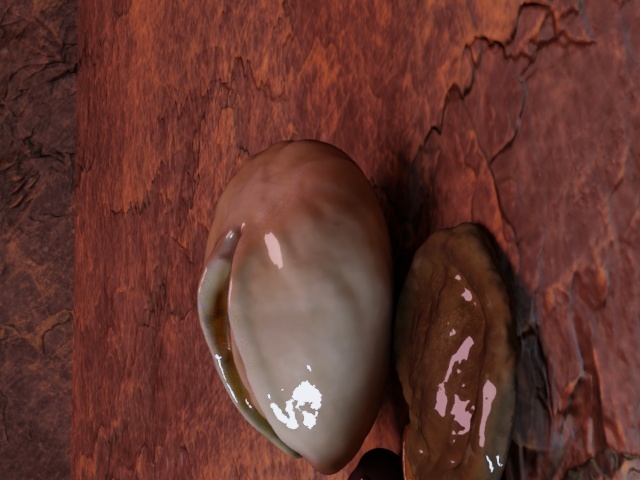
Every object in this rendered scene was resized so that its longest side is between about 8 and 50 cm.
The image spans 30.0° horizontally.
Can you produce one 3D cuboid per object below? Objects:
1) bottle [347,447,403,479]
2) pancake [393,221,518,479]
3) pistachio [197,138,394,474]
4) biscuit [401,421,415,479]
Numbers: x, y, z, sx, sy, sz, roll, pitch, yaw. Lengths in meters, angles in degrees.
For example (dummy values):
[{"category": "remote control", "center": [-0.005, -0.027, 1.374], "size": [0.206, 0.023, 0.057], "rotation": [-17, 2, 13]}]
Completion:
[{"category": "bottle", "center": [0.044, 0.272, 1.194], "size": [0.060, 0.060, 0.164], "rotation": [-112, 28, -43]}, {"category": "pancake", "center": [0.106, 0.103, 0.997], "size": [0.222, 0.042, 0.236], "rotation": [142, 131, -69]}, {"category": "pistachio", "center": [-0.015, 0.064, 1.133], "size": [0.193, 0.213, 0.318], "rotation": [14, 116, 49]}, {"category": "biscuit", "center": [0.103, 0.220, 1.072], "size": [0.118, 0.023, 0.140], "rotation": [118, 145, -55]}]
